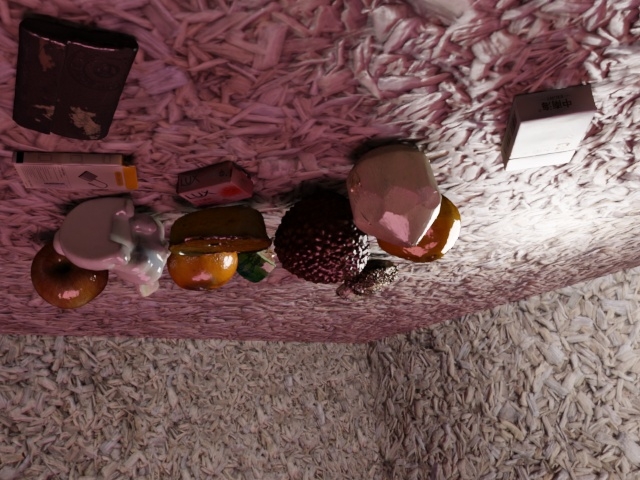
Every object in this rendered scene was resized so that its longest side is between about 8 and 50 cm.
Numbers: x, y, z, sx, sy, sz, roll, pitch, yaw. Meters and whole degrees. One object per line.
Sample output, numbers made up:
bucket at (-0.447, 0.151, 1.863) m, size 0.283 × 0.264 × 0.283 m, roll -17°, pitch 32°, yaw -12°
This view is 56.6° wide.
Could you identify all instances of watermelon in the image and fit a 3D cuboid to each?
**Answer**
watermelon at (-0.254, 0.057, 1.935) m, size 0.146 × 0.128 × 0.231 m, roll 27°, pitch 150°, yaw -27°

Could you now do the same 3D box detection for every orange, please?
orange at (0.270, -0.031, 1.670) m, size 0.249 × 0.183 × 0.249 m, roll -6°, pitch 163°, yaw -2°
orange at (-0.357, 0.070, 1.812) m, size 0.224 × 0.170 × 0.224 m, roll -2°, pitch 161°, yaw -1°

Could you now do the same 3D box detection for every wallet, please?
wallet at (-0.431, -0.259, 1.024) m, size 0.171 × 0.044 × 0.321 m, roll 3°, pitch 160°, yaw -28°

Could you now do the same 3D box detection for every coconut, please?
coconut at (0.174, -0.096, 1.376) m, size 0.224 × 0.234 × 0.224 m, roll -5°, pitch 157°, yaw -2°

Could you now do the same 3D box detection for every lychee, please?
lychee at (0.000, 0.000, 1.574) m, size 0.268 × 0.267 × 0.267 m, roll -5°, pitch 161°, yaw -2°

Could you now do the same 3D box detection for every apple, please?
apple at (-0.722, 0.093, 1.720) m, size 0.211 × 0.211 × 0.188 m, roll -2°, pitch 161°, yaw -11°

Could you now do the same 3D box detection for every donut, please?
donut at (-0.266, -0.026, 1.556) m, size 0.272 × 0.107 × 0.272 m, roll -6°, pitch 169°, yaw -1°

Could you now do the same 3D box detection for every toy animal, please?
toy animal at (-0.535, 0.027, 1.616) m, size 0.241 × 0.196 × 0.367 m, roll -4°, pitch 161°, yaw 20°

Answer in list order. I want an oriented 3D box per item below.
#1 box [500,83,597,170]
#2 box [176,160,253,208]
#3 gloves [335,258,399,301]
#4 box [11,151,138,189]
box at (0.490, -0.238, 1.302) m, size 0.155 × 0.067 × 0.243 m, roll -7°, pitch 161°, yaw 9°
box at (-0.252, -0.132, 1.426) m, size 0.156 × 0.060 × 0.111 m, roll -13°, pitch 158°, yaw 20°
gloves at (0.170, 0.132, 2.193) m, size 0.210 × 0.135 × 0.312 m, roll 4°, pitch 159°, yaw -26°
box at (-0.537, -0.153, 1.322) m, size 0.247 × 0.033 × 0.129 m, roll 0°, pitch 160°, yaw -15°
